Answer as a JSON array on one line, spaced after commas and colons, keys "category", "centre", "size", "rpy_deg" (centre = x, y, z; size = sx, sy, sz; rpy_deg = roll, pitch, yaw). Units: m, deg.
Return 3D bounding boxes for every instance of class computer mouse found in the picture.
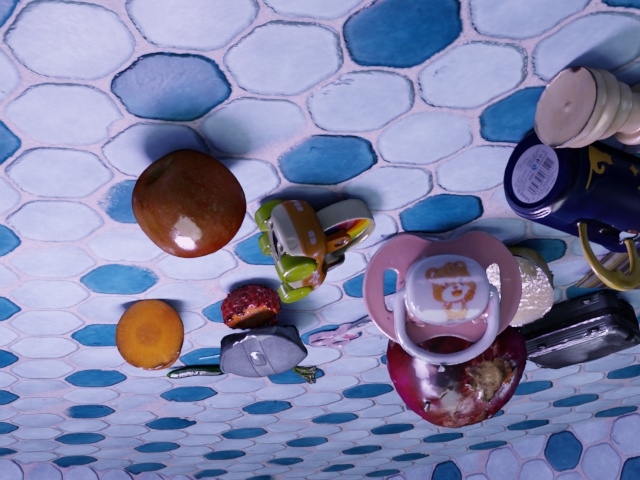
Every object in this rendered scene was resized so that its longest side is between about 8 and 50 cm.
[{"category": "computer mouse", "centre": [-0.129, 0.268, 2.059], "size": [0.203, 0.114, 0.374], "rpy_deg": [-10, 172, 7]}]

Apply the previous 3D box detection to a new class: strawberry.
[{"category": "strawberry", "centre": [-0.160, 0.149, 1.945], "size": [0.145, 0.086, 0.145], "rpy_deg": [-6, 161, -2]}]

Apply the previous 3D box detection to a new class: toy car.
[{"category": "toy car", "centre": [0.000, 0.000, 1.644], "size": [0.235, 0.145, 0.235], "rpy_deg": [-20, 157, -9]}]

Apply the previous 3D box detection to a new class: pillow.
[{"category": "pillow", "centre": [0.734, 0.064, 1.999], "size": [0.212, 0.052, 0.208], "rpy_deg": [1, 150, -15]}]

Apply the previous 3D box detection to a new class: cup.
[{"category": "cup", "centre": [0.471, -0.064, 1.459], "size": [0.256, 0.255, 0.178], "rpy_deg": [13, 120, -33]}]

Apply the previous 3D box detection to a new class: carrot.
[{"category": "carrot", "centre": [-0.386, 0.242, 2.049], "size": [0.159, 0.159, 0.225], "rpy_deg": [-5, 164, -1]}]

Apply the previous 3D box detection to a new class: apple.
[{"category": "apple", "centre": [-0.217, -0.061, 1.411], "size": [0.180, 0.181, 0.168], "rpy_deg": [-22, 127, 31]}]

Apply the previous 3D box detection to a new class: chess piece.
[{"category": "chess piece", "centre": [0.508, -0.199, 1.359], "size": [0.307, 0.124, 0.139], "rpy_deg": [1, 123, -22]}]

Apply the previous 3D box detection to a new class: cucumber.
[{"category": "cucumber", "centre": [-0.342, 0.368, 2.426], "size": [0.184, 0.033, 0.036], "rpy_deg": [-3, 133, -11]}]

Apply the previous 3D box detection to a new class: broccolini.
[{"category": "broccolini", "centre": [-0.073, 0.371, 2.481], "size": [0.052, 0.054, 0.194], "rpy_deg": [0, 159, 36]}]

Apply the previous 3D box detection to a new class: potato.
[{"category": "potato", "centre": [0.427, 0.083, 1.909], "size": [0.202, 0.117, 0.182], "rpy_deg": [-32, 104, 40]}]

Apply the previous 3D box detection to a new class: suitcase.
[{"category": "suitcase", "centre": [0.674, 0.247, 2.277], "size": [0.312, 0.128, 0.202], "rpy_deg": [-25, 149, 33]}]

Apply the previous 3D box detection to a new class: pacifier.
[{"category": "pacifier", "centre": [0.251, 0.099, 1.801], "size": [0.331, 0.273, 0.221], "rpy_deg": [-3, 128, -2]}]

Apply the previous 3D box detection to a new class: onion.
[{"category": "onion", "centre": [0.296, 0.264, 2.097], "size": [0.347, 0.348, 0.385], "rpy_deg": [8, -170, -27]}]

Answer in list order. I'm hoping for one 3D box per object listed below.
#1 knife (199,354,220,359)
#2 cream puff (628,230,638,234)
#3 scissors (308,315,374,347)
[{"category": "knife", "centre": [-0.290, 0.318, 2.362], "size": [0.091, 0.005, 0.014], "rpy_deg": [-8, 156, 4]}, {"category": "cream puff", "centre": [0.635, -0.062, 1.684], "size": [0.148, 0.085, 0.149], "rpy_deg": [-5, 156, -2]}, {"category": "scissors", "centre": [0.073, 0.238, 2.243], "size": [0.118, 0.031, 0.242], "rpy_deg": [12, 151, -34]}]
